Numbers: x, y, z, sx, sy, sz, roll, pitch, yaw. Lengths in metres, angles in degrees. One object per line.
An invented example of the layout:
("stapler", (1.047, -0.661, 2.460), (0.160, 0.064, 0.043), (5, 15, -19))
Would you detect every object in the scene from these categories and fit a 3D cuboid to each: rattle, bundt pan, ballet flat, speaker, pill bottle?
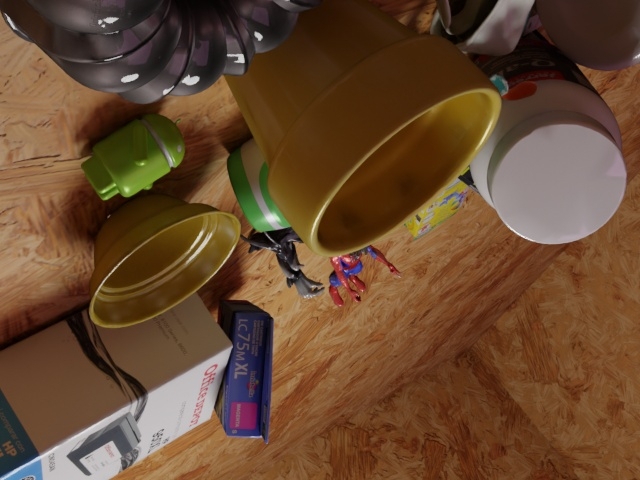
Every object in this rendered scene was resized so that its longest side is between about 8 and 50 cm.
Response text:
("rattle", (0.177, -0.180, 1.193), (0.130, 0.199, 0.143), (18, 102, -59))
("bundt pan", (-0.100, -0.239, 0.711), (0.330, 0.124, 0.331), (-35, 161, -14))
("ballet flat", (0.207, -0.347, 1.044), (0.139, 0.139, 0.400), (-33, 161, -17))
("speaker", (0.037, -0.113, 1.123), (0.296, 0.131, 0.131), (-22, 163, 9))
("pill bottle", (0.520, -0.403, 1.307), (0.392, 0.224, 0.224), (-24, 156, -34))
("pill bottle", (0.312, -0.151, 1.279), (0.210, 0.210, 0.363), (-46, -164, 21))

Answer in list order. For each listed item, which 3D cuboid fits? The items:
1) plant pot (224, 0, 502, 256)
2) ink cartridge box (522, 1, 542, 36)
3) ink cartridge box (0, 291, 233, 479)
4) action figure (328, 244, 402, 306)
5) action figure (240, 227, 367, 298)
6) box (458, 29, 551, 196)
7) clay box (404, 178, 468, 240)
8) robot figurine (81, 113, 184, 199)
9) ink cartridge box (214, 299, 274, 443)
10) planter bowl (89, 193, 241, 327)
("plant pot", (0.023, -0.152, 0.949), (0.254, 0.239, 0.254), (-33, 161, -13))
("ink cartridge box", (0.343, -0.359, 1.379), (0.083, 0.028, 0.048), (-34, 160, -15))
("ink cartridge box", (-0.344, 0.241, 1.283), (0.394, 0.166, 0.285), (-28, 158, -29))
("action figure", (0.078, 0.076, 1.733), (0.091, 0.139, 0.280), (-35, 158, -13))
("action figure", (0.000, 0.000, 1.408), (0.164, 0.141, 0.275), (-39, 166, 38))
("box", (0.330, -0.211, 1.550), (0.270, 0.060, 0.216), (-45, 142, 16))
("clay box", (0.233, -0.091, 1.746), (0.127, 0.053, 0.222), (-31, 160, -21))
("robot figurine", (-0.197, -0.092, 0.949), (0.115, 0.067, 0.101), (-34, 171, -13))
("ink cartridge box", (-0.126, 0.195, 1.387), (0.065, 0.186, 0.311), (4, 180, -14))
("planter bowl", (-0.213, 0.007, 1.107), (0.217, 0.090, 0.217), (-33, 159, -14))
